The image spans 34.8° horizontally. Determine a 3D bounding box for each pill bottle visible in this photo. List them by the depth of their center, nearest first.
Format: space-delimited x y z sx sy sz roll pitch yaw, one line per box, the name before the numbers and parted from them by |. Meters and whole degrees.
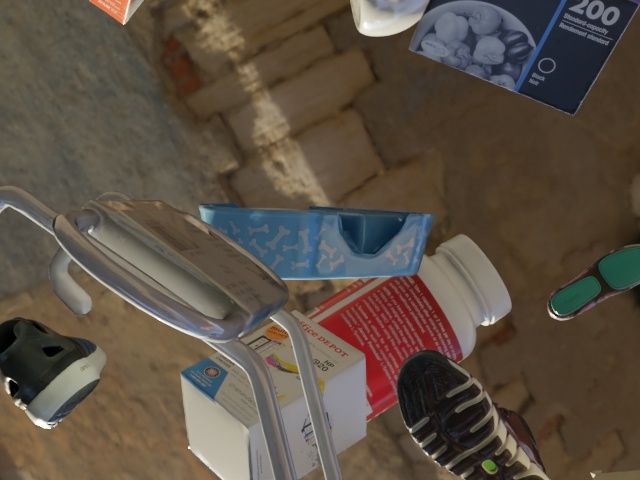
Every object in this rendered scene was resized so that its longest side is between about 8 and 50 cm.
pill bottle | 0.133 0.165 1.872 0.407 0.229 0.229 -32 -172 -7

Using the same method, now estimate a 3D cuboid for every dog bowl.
dog bowl | 0.000 0.000 1.139 0.297 0.074 0.166 -1 -175 -44

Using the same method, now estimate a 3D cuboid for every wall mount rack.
wall mount rack | -0.071 0.085 0.650 0.130 0.304 0.350 -54 177 5

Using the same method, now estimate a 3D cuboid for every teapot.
teapot | 0.149 -0.496 1.854 0.187 0.253 0.256 -7 -136 -2

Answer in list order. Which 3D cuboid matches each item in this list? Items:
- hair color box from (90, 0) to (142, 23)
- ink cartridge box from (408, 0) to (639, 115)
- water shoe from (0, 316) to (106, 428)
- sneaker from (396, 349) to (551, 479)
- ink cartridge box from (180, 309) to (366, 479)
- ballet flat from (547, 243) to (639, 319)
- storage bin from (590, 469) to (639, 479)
hair color box | -0.201 -0.324 1.126 0.093 0.053 0.167 -58 -176 -25
ink cartridge box | 0.227 -0.259 1.093 0.045 0.206 0.208 -71 -177 -53
water shoe | -0.215 0.089 0.795 0.073 0.080 0.203 -43 -172 -15
sneaker | 0.193 0.231 1.308 0.106 0.281 0.162 -34 -166 15
ink cartridge box | -0.067 0.251 1.570 0.232 0.168 0.171 -27 -139 -34
ballet flat | 0.513 0.076 1.861 0.221 0.077 0.079 -33 166 9
storage bin | 0.414 0.359 1.035 0.262 0.260 0.123 -20 -166 45
